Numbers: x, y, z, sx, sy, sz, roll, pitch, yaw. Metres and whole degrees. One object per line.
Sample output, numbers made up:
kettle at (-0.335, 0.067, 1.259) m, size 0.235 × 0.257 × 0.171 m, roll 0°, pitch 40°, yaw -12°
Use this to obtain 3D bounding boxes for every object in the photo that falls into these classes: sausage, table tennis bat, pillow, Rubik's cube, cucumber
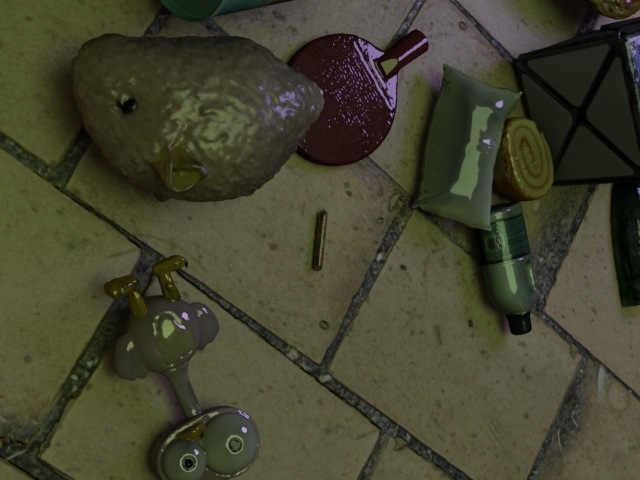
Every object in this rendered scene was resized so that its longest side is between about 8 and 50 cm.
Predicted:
sausage at (0.000, 0.000, 1.683) m, size 0.015 × 0.015 × 0.100 m, roll 10°, pitch 83°, yaw -33°
table tennis bat at (0.058, -0.242, 1.716) m, size 0.310 × 0.038 × 0.200 m, roll -39°, pitch 109°, yaw -28°
pillow at (0.243, -0.153, 1.797) m, size 0.144 × 0.078 × 0.254 m, roll 14°, pitch 83°, yaw -6°
Rubik's cube at (0.533, -0.251, 1.907) m, size 0.259 × 0.255 × 0.260 m, roll -20°, pitch 102°, yaw -34°
cucumber at (0.608, -0.006, 2.063) m, size 0.115 × 0.063 × 0.244 m, roll -17°, pitch 96°, yaw -33°

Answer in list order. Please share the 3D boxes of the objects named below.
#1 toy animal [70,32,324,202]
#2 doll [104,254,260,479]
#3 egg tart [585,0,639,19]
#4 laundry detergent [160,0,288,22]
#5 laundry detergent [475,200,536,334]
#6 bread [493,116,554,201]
toy animal at (-0.155, -0.162, 1.476) m, size 0.358 × 0.188 × 0.227 m, roll -4°, pitch 84°, yaw -22°
doll at (-0.189, 0.207, 1.506) m, size 0.160 × 0.094 × 0.365 m, roll -24°, pitch 101°, yaw -29°
egg tart at (0.498, -0.536, 1.968) m, size 0.290 × 0.115 × 0.290 m, roll 4°, pitch 82°, yaw -36°
laundry detergent at (-0.069, -0.466, 1.491) m, size 0.305 × 0.287 × 0.287 m, roll -20°, pitch 99°, yaw -32°
laundry detergent at (0.324, 0.051, 1.864) m, size 0.099 × 0.070 × 0.226 m, roll -19°, pitch 98°, yaw -39°
bread at (0.342, -0.141, 1.886) m, size 0.122 × 0.073 × 0.149 m, roll -22°, pitch 100°, yaw -37°
